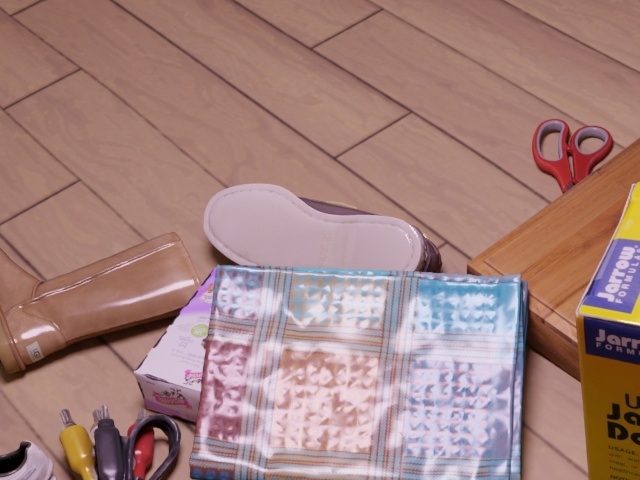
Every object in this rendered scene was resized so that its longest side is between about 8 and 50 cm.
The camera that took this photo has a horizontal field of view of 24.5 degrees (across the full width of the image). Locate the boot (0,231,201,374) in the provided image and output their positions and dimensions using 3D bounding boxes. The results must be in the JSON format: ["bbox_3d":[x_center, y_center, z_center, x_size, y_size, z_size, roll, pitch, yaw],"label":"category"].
[{"bbox_3d":[-0.311,0.050,1.941,0.269,0.089,0.236,-21,52,-10],"label":"boot"}]

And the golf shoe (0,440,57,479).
[{"bbox_3d":[-0.395,0.284,1.693,0.176,0.086,0.069,-28,45,-14],"label":"golf shoe"}]

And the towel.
[{"bbox_3d":[0.049,0.154,1.668,0.370,0.040,0.271,3,63,5],"label":"towel"}]

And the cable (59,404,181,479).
[{"bbox_3d":[-0.223,0.302,1.675,0.139,0.072,0.287,-1,52,-12],"label":"cable"}]

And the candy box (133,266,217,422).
[{"bbox_3d":[-0.103,0.136,1.796,0.164,0.070,0.196,14,47,26],"label":"candy box"}]

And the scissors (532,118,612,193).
[{"bbox_3d":[0.328,-0.062,1.950,0.109,0.021,0.297,4,46,9],"label":"scissors"}]

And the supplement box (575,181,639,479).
[{"bbox_3d":[0.378,0.148,1.445,0.195,0.356,0.194,10,47,25],"label":"supplement box"}]

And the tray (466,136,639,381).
[{"bbox_3d":[0.399,-0.008,1.819,0.411,0.076,0.203,-34,50,-24],"label":"tray"}]

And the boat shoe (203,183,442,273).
[{"bbox_3d":[0.000,0.000,1.904,0.324,0.096,0.117,10,86,28],"label":"boat shoe"}]
